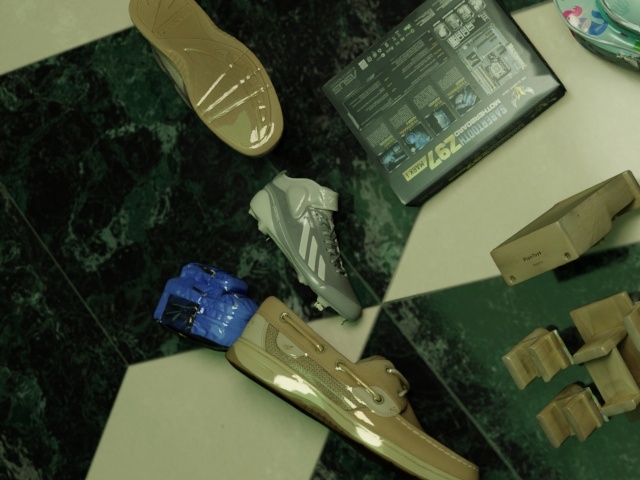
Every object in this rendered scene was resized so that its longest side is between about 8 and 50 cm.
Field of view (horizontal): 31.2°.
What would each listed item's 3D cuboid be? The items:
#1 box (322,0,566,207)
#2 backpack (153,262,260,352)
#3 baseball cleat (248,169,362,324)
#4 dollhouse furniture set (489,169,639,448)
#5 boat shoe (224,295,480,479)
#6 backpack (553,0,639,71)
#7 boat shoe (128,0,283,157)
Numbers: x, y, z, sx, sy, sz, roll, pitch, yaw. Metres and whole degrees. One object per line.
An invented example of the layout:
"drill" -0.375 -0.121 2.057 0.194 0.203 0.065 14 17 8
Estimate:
"box" 0.144 -0.179 1.364 0.232 0.059 0.183 -39 75 16
"backpack" -0.133 0.089 1.450 0.120 0.098 0.101 23 94 22
"baseball cleat" 0.000 0.000 1.413 0.109 0.072 0.206 -43 78 9
"dollhouse furniture set" 0.316 0.072 1.238 0.212 0.161 0.242 -28 92 46
"boat shoe" 0.053 0.186 1.359 0.341 0.122 0.110 32 78 8
"backpack" 0.374 -0.284 1.212 0.253 0.191 0.225 24 96 27
"boat shoe" -0.138 -0.212 1.464 0.103 0.092 0.285 -41 72 -4
